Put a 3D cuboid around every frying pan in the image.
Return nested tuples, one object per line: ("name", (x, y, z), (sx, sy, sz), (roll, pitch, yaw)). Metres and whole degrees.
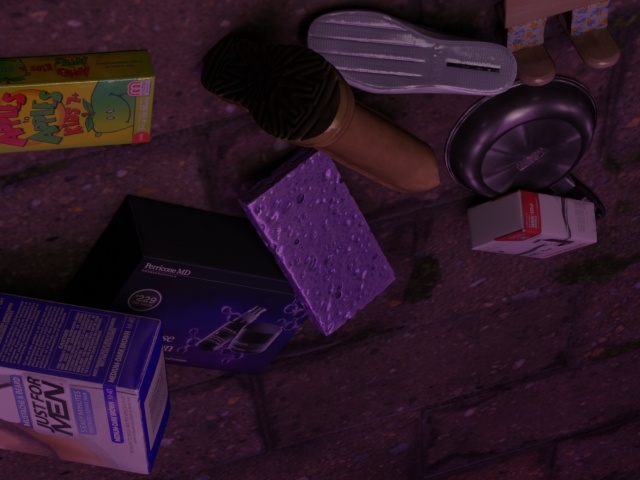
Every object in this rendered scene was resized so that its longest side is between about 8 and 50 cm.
("frying pan", (0.265, -0.080, 1.557), (0.197, 0.053, 0.326), (-20, 140, 2))

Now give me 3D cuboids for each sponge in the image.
("sponge", (0.000, 0.000, 1.446), (0.117, 0.031, 0.210), (-40, 122, -17))

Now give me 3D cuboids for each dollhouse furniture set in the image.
("dollhouse furniture set", (0.308, -0.261, 1.252), (0.242, 0.161, 0.212), (-16, 143, -5))

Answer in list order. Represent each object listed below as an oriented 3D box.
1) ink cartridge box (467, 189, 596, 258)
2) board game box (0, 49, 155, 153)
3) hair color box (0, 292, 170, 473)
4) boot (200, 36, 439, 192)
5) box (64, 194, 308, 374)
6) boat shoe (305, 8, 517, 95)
("ink cartridge box", (0.270, -0.019, 1.569), (0.135, 0.056, 0.099), (7, 162, -35))
("board game box", (-0.262, -0.138, 1.241), (0.181, 0.043, 0.092), (-6, 141, -18))
("hair color box", (-0.351, 0.153, 1.405), (0.338, 0.110, 0.185), (10, 141, 6))
("boot", (0.035, -0.115, 1.278), (0.269, 0.236, 0.089), (26, 97, -40))
("box", (-0.149, 0.061, 1.496), (0.261, 0.103, 0.184), (11, 130, -34))
("boat shoe", (0.092, -0.189, 1.308), (0.226, 0.076, 0.083), (13, 94, -8))
